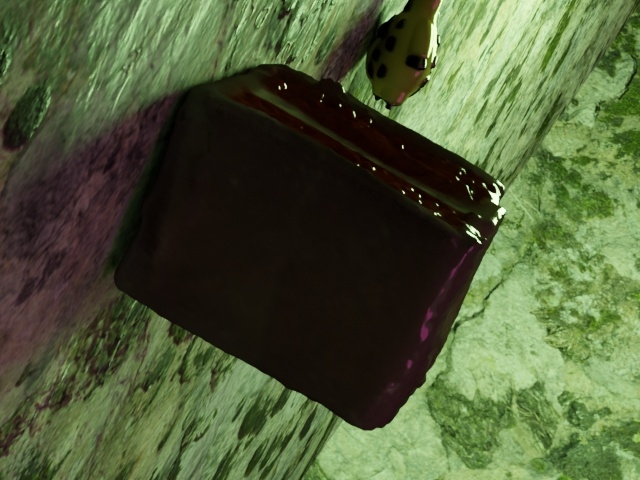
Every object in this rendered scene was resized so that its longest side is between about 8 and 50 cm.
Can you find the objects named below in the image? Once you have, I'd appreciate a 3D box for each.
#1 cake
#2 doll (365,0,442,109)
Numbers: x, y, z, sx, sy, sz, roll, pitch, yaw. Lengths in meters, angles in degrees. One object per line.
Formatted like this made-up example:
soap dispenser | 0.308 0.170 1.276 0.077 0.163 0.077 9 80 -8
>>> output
cake | 0.000 0.000 1.606 0.230 0.308 0.237 -62 171 24
doll | 0.135 -0.289 1.990 0.291 0.086 0.117 -63 -152 8
